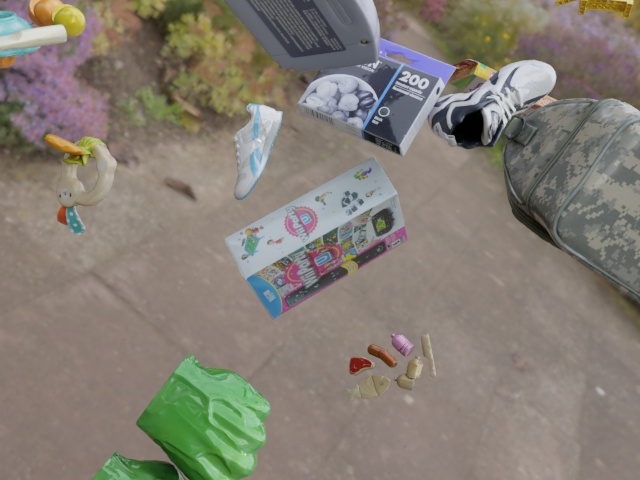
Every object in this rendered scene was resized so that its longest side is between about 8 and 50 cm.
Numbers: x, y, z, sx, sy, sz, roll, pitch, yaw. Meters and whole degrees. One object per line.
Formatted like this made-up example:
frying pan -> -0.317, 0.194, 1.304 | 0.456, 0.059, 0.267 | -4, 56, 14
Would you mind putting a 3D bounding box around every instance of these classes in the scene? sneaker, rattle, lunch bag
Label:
sneaker -> -0.165, -0.206, 2.244 | 0.092, 0.229, 0.087 | 19, -1, -6
sneaker -> 0.306, -0.222, 1.651 | 0.153, 0.235, 0.094 | -101, 174, -59
rattle -> -0.477, -0.097, 1.785 | 0.130, 0.200, 0.143 | 44, 22, 6
lunch bag -> 0.420, -0.060, 1.353 | 0.305, 0.212, 0.256 | 30, 14, -22

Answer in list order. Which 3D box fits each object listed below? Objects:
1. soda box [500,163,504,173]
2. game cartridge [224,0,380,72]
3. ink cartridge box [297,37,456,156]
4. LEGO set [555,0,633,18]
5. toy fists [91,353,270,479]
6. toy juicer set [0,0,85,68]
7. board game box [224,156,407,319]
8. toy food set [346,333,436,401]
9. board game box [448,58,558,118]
soda box -> 0.379, -0.105, 1.587 | 0.181, 0.058, 0.061 | 21, -2, -41
game cartridge -> -0.028, -0.355, 1.445 | 0.297, 0.198, 0.062 | 44, 44, -57
ink cartridge box -> 0.100, -0.271, 1.677 | 0.206, 0.208, 0.045 | 25, -21, 19
LEGO set -> 0.488, -0.497, 1.753 | 0.287, 0.132, 0.107 | 15, 69, -12
toy fists -> -0.170, 0.272, 1.128 | 0.142, 0.279, 0.096 | 38, 3, 3
toy juicer set -> -0.497, -0.335, 1.606 | 0.209, 0.089, 0.329 | -6, 27, -12
board game box -> 0.000, 0.000, 1.758 | 0.097, 0.303, 0.224 | 60, -2, 25
toy food set -> 0.089, 0.160, 1.243 | 0.019, 0.122, 0.078 | 27, 52, -65
board game box -> 0.390, -0.312, 2.034 | 0.259, 0.039, 0.124 | 24, -7, -17
